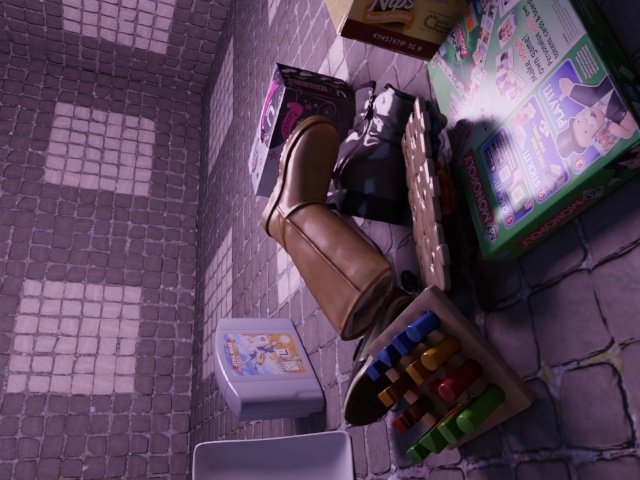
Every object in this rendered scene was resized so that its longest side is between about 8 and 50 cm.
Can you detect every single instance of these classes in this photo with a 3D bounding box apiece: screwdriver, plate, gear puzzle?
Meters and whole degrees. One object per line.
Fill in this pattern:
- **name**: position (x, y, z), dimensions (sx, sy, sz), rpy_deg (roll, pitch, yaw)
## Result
- **screwdriver**: position (0.132, 0.074, 0.715), dimensions (0.170, 0.025, 0.024), rpy_deg (-102, 3, -75)
- **plate**: position (-0.074, 0.476, 0.878), dimensions (0.045, 0.278, 0.277), rpy_deg (86, 179, -63)
- **gear puzzle**: position (0.154, -0.003, 0.671), dimensions (0.175, 0.044, 0.338), rpy_deg (80, -176, -80)

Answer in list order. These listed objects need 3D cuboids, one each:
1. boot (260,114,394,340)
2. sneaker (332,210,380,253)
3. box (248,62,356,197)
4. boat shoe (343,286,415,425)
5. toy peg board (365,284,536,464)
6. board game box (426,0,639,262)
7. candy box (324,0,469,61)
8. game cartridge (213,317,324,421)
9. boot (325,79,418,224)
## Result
- **boot**: position (0.025, -0.027, 0.786), dimensions (0.269, 0.089, 0.236), rpy_deg (49, 128, 42)
- **sneaker**: position (0.000, 0.000, 0.991), dimensions (0.302, 0.121, 0.108), rpy_deg (-139, 58, -64)
- **box**: position (-0.045, -0.217, 1.108), dimensions (0.142, 0.164, 0.247), rpy_deg (-110, 34, -51)
- **boat shoe**: position (0.090, 0.173, 0.789), dimensions (0.073, 0.080, 0.223), rpy_deg (-119, 46, -64)
- **toy peg board**: position (0.122, 0.165, 0.604), dimensions (0.160, 0.079, 0.161), rpy_deg (50, 138, 17)
- **board game box**: position (0.224, -0.164, 0.591), dimensions (0.213, 0.046, 0.317), rpy_deg (126, 144, -52)
- **candy box**: position (0.092, -0.403, 0.801), dimensions (0.087, 0.183, 0.316), rpy_deg (119, 149, -41)
- **game cartridge**: position (-0.127, 0.261, 1.126), dimensions (0.297, 0.198, 0.062), rpy_deg (-125, 46, -58)
- **boot**: position (0.058, -0.159, 0.937), dimensions (0.338, 0.118, 0.222), rpy_deg (19, 99, 56)
